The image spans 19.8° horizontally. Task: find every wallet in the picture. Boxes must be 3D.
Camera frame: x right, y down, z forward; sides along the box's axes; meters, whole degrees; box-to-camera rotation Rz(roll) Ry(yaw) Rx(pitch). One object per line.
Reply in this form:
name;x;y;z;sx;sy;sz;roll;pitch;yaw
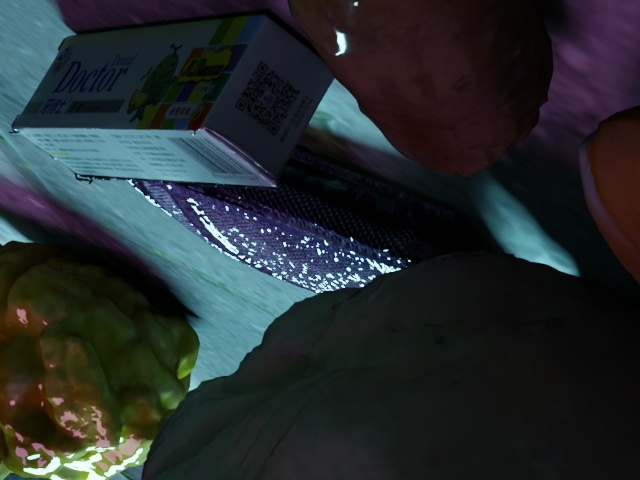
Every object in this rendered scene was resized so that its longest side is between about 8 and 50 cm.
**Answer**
wallet;-0.001;0.001;0.697;0.166;0.030;0.111;21;163;34

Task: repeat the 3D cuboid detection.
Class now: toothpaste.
toothpaste;-0.053;-0.044;0.614;0.034;0.046;0.164;35;166;-26

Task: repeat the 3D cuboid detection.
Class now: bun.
bun;0.077;0.121;0.582;0.281;0.205;0.281;39;-178;-2

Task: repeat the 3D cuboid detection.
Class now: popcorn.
popcorn;-0.167;0.074;1.115;0.194;0.163;0.140;-22;155;34

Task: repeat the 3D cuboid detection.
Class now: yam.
yam;0.008;-0.078;0.349;0.057;0.056;0.241;25;166;23

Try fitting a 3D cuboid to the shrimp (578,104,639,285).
shrimp;0.163;0.054;0.464;0.287;0.063;0.152;43;164;-33
